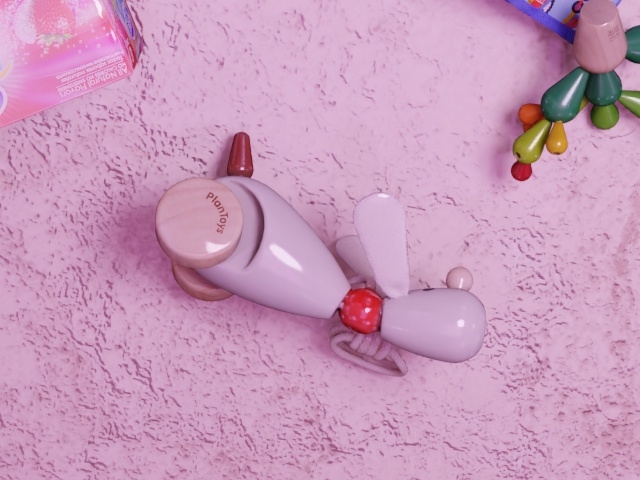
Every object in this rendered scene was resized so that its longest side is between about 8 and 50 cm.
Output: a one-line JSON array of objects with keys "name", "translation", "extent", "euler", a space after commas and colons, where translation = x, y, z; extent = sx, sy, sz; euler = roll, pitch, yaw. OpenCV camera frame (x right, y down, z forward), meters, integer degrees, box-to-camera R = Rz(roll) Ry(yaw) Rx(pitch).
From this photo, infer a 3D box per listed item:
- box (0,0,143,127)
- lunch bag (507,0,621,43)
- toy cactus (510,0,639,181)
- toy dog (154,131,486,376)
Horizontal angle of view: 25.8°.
[{"name": "box", "translation": [-0.328, -0.175, 1.285], "extent": [0.300, 0.154, 0.142], "euler": [-22, 107, 3]}, {"name": "lunch bag", "translation": [0.212, -0.329, 1.296], "extent": [0.293, 0.138, 0.221], "euler": [26, 106, -24]}, {"name": "toy cactus", "translation": [0.269, -0.151, 1.327], "extent": [0.219, 0.112, 0.180], "euler": [-27, 147, -4]}, {"name": "toy dog", "translation": [0.000, 0.000, 1.358], "extent": [0.334, 0.220, 0.161], "euler": [24, 73, -17]}]
